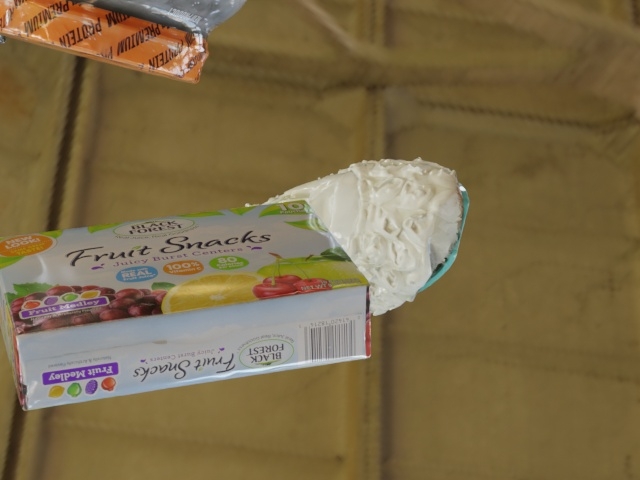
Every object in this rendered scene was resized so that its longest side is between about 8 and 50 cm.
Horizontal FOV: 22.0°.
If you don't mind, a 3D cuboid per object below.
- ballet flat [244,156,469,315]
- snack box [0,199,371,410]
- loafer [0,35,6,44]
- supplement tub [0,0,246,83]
[{"bbox_3d":[0.000,0.000,1.580,0.147,0.409,0.147,2,-97,-20],"label":"ballet flat"},{"bbox_3d":[-0.060,0.023,0.682,0.141,0.037,0.100,-7,-158,-15],"label":"snack box"},{"bbox_3d":[-0.379,-0.346,1.833,0.096,0.084,0.267,-71,-29,-79],"label":"loafer"},{"bbox_3d":[-0.116,-0.275,1.099,0.193,0.193,0.316,14,-87,-22],"label":"supplement tub"}]
